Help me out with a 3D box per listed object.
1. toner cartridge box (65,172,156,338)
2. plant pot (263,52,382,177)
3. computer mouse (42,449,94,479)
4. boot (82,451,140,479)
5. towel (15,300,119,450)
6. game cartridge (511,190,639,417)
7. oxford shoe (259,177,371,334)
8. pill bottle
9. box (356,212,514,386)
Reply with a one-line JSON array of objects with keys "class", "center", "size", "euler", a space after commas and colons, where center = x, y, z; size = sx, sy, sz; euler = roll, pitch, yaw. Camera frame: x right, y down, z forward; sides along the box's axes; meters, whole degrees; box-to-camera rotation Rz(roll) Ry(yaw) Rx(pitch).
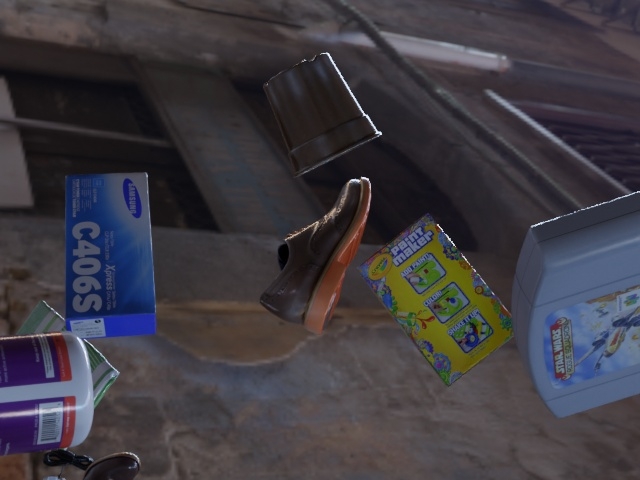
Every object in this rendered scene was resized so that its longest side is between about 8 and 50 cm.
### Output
[{"class": "toner cartridge box", "center": [-0.409, 0.022, 1.851], "size": [0.075, 0.165, 0.347], "euler": [103, -20, -51]}, {"class": "plant pot", "center": [-0.006, -0.215, 1.606], "size": [0.167, 0.167, 0.165], "euler": [-21, -84, 62]}, {"class": "computer mouse", "center": [-0.567, 0.541, 2.034], "size": [0.042, 0.106, 0.193], "euler": [22, -91, 63]}, {"class": "boot", "center": [-0.452, 0.543, 1.861], "size": [0.248, 0.090, 0.207], "euler": [-35, -152, 6]}, {"class": "towel", "center": [-0.644, 0.324, 2.276], "size": [0.325, 0.038, 0.247], "euler": [32, -94, 34]}, {"class": "game cartridge", "center": [0.296, 0.075, 0.969], "size": [0.297, 0.198, 0.062], "euler": [69, -1, -48]}, {"class": "oxford shoe", "center": [0.000, 0.000, 1.707], "size": [0.363, 0.133, 0.130], "euler": [-65, 171, -45]}, {"class": "pill bottle", "center": [-0.514, 0.235, 1.424], "size": [0.181, 0.323, 0.181], "euler": [8, -81, 64]}, {"class": "box", "center": [0.227, 0.119, 1.891], "size": [0.279, 0.177, 0.290], "euler": [52, 2, 6]}]
